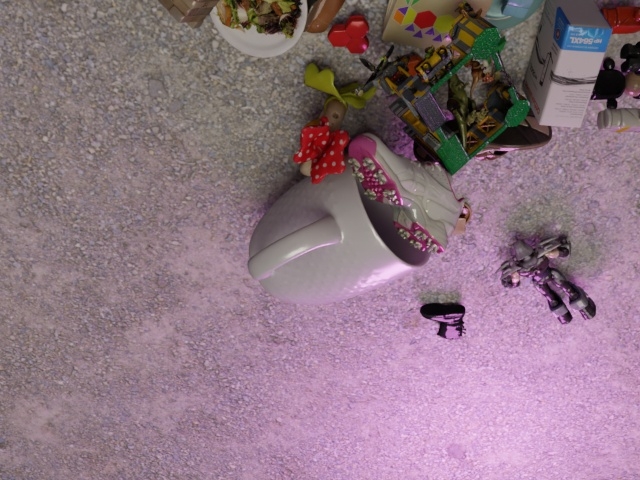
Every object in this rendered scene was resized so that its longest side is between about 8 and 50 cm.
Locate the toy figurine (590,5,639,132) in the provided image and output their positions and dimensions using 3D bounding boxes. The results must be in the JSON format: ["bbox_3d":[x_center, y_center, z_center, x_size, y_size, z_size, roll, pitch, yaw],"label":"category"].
[{"bbox_3d":[0.581,-0.309,1.429,0.148,0.209,0.213,-1,130,-6],"label":"toy figurine"}]

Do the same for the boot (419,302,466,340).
[{"bbox_3d":[0.308,0.205,1.965,0.121,0.045,0.099,-1,133,1],"label":"boot"}]

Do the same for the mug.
[{"bbox_3d":[0.000,0.000,1.601,0.328,0.374,0.276,-27,86,30],"label":"mug"}]

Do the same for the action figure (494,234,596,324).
[{"bbox_3d":[0.525,0.085,1.833,0.185,0.099,0.285,-28,120,30],"label":"action figure"}]

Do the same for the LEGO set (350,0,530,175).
[{"bbox_3d":[0.225,-0.296,1.462,0.255,0.192,0.331,-47,142,10],"label":"LEGO set"}]

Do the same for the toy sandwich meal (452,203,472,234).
[{"bbox_3d":[0.302,-0.050,1.760,0.086,0.029,0.085,0,130,0],"label":"toy sandwich meal"}]

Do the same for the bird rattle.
[{"bbox_3d":[0.015,-0.203,1.514,0.143,0.253,0.207,14,152,-10],"label":"bird rattle"}]

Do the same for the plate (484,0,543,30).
[{"bbox_3d":[0.326,-0.464,1.421,0.188,0.024,0.188,0,130,0],"label":"plate"}]

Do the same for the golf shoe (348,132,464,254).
[{"bbox_3d":[0.164,-0.109,1.453,0.140,0.115,0.306,-52,128,-14],"label":"golf shoe"}]

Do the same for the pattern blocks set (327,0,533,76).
[{"bbox_3d":[0.204,-0.412,1.427,0.325,0.026,0.285,13,143,-19],"label":"pattern blocks set"}]

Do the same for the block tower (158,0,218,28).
[{"bbox_3d":[-0.159,-0.508,1.314,0.091,0.097,0.335,46,118,1],"label":"block tower"}]

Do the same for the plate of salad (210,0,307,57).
[{"bbox_3d":[-0.120,-0.424,1.413,0.200,0.048,0.200,11,124,17],"label":"plate of salad"}]

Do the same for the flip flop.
[{"bbox_3d":[0.328,-0.203,1.596,0.277,0.112,0.080,-14,154,9],"label":"flip flop"}]

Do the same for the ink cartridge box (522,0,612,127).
[{"bbox_3d":[0.451,-0.332,1.448,0.086,0.148,0.203,3,129,-4],"label":"ink cartridge box"}]

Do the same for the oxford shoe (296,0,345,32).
[{"bbox_3d":[0.022,-0.467,1.404,0.076,0.076,0.212,2,138,-34],"label":"oxford shoe"}]
